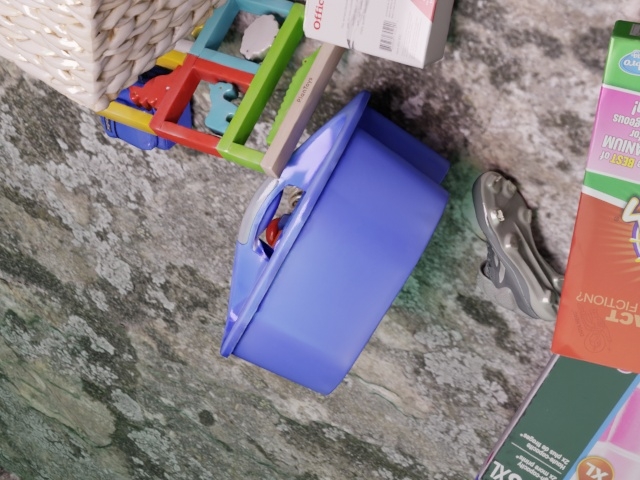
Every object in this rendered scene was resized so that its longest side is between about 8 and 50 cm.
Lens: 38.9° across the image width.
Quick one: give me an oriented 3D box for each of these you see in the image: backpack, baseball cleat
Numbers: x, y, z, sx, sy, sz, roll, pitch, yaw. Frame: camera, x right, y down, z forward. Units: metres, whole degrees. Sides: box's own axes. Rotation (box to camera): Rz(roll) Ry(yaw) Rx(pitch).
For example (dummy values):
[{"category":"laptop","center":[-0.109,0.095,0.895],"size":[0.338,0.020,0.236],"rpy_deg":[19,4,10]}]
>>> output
[{"category":"backpack","center":[-0.243,-0.179,1.186],"size":[0.120,0.101,0.098],"rpy_deg":[26,134,22]},{"category":"baseball cleat","center":[0.206,0.015,1.039],"size":[0.109,0.072,0.205],"rpy_deg":[-7,120,51]}]

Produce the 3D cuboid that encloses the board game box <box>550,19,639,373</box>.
[{"category":"board game box","center":[0.351,-0.017,0.798],"size":[0.242,0.064,0.316],"rpy_deg":[12,119,18]}]

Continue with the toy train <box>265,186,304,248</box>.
[{"category":"toy train","center":[-0.049,0.026,1.197],"size":[0.105,0.143,0.248],"rpy_deg":[13,136,29]}]

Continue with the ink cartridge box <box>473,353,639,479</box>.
[{"category":"ink cartridge box","center":[0.316,0.251,1.088],"size":[0.176,0.069,0.370],"rpy_deg":[30,121,12]}]

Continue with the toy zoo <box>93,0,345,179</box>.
[{"category":"toy zoo","center":[-0.132,-0.198,1.007],"size":[0.293,0.192,0.030],"rpy_deg":[20,166,22]}]

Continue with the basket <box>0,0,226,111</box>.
[{"category":"basket","center":[-0.235,-0.354,0.821],"size":[0.331,0.328,0.266],"rpy_deg":[31,144,9]}]

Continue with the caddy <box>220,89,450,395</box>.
[{"category":"caddy","center":[0.000,0.000,1.009],"size":[0.179,0.241,0.341],"rpy_deg":[28,112,-4]}]

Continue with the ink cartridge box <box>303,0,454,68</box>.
[{"category":"ink cartridge box","center":[0.059,-0.237,0.894],"size":[0.135,0.056,0.099],"rpy_deg":[21,119,22]}]
